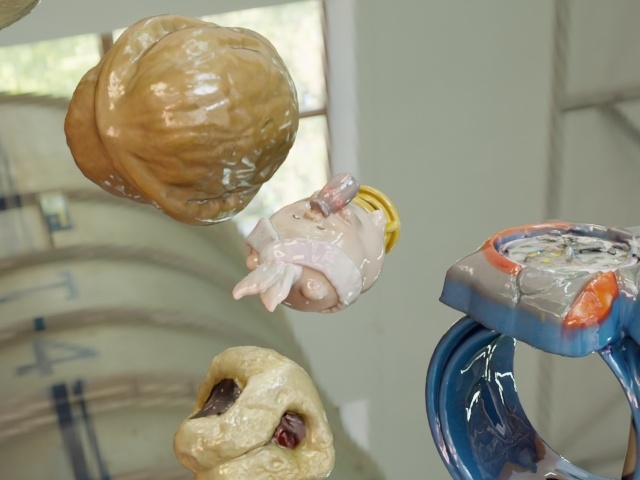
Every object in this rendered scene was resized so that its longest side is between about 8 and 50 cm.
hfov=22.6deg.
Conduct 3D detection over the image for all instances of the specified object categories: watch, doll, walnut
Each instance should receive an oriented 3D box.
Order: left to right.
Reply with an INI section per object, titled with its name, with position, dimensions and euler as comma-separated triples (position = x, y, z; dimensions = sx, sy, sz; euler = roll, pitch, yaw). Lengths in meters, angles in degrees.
[walnut]
position = -0.091, -0.083, 1.102
dimensions = 0.166, 0.167, 0.149
euler = 180, -105, -76
[doll]
position = 0.000, 0.000, 0.909
dimensions = 0.073, 0.127, 0.084
euler = 30, -58, 18
[watch]
position = 0.260, 0.138, 1.450
dimensions = 0.305, 0.241, 0.274
euler = 20, -64, 36

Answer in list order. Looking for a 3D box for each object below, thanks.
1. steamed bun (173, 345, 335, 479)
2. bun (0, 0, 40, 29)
[steamed bun]
position = -0.086, 0.219, 1.761
dimensions = 0.141, 0.155, 0.172
euler = -7, -68, 49
[bun]
position = -0.308, -0.312, 1.068
dimensions = 0.364, 0.202, 0.364
euler = 7, -80, 43
